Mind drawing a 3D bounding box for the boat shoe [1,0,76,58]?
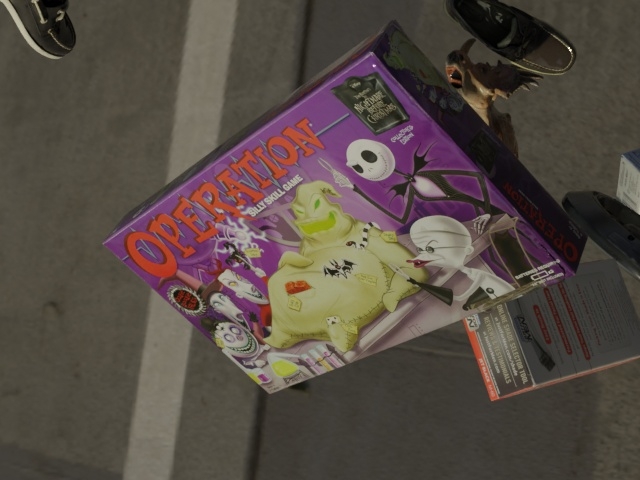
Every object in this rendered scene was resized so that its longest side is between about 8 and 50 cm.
[{"bbox_3d":[-0.198,-0.173,0.706,0.038,0.125,0.046,-12,59,10],"label":"boat shoe"}]

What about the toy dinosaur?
[{"bbox_3d":[0.213,-0.135,1.288,0.127,0.296,0.201,-2,86,2],"label":"toy dinosaur"}]

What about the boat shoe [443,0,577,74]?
[{"bbox_3d":[0.194,-0.212,1.033,0.152,0.049,0.056,25,112,-2],"label":"boat shoe"}]

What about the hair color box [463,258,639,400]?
[{"bbox_3d":[0.201,0.073,0.856,0.053,0.167,0.093,-32,70,46],"label":"hair color box"}]

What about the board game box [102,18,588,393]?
[{"bbox_3d":[0.000,0.000,0.766,0.346,0.208,0.056,-29,19,45],"label":"board game box"}]

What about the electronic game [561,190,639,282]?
[{"bbox_3d":[0.369,0.018,1.135,0.048,0.229,0.229,-55,51,18],"label":"electronic game"}]

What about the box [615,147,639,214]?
[{"bbox_3d":[0.569,-0.094,1.666,0.072,0.137,0.126,-120,18,-47],"label":"box"}]
